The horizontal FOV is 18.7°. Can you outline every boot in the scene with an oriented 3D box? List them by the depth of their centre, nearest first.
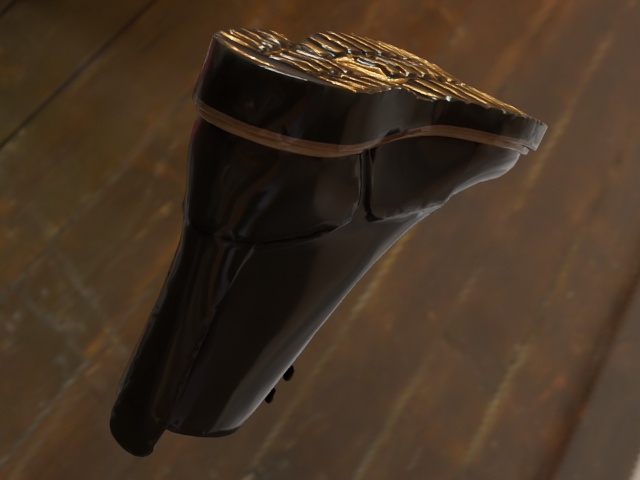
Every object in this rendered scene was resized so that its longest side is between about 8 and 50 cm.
[{"bbox_3d":[0.000,0.000,0.691,0.077,0.137,0.198,28,15,30],"label":"boot"}]
